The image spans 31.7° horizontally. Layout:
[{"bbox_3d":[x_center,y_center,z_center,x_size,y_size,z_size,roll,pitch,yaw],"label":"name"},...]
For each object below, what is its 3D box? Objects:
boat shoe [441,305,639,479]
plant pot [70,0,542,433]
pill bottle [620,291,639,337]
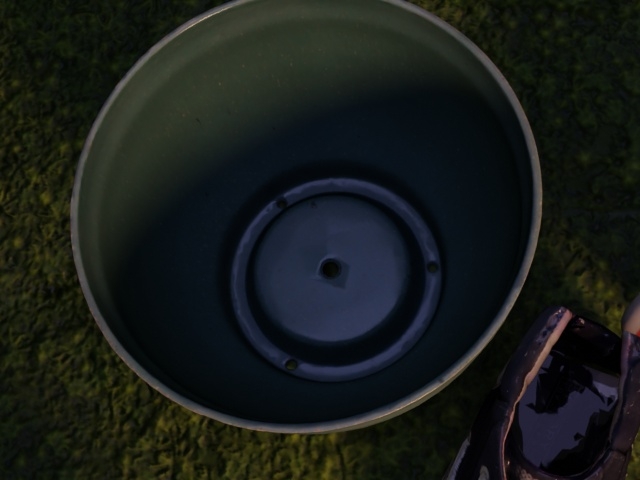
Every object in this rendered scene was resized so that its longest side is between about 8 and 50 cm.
[{"bbox_3d":[0.113,0.196,0.722,0.127,0.158,0.340,19,75,14],"label":"boat shoe"},{"bbox_3d":[0.000,0.000,0.783,0.293,0.196,0.293,-2,72,7],"label":"plant pot"},{"bbox_3d":[0.350,0.093,0.720,0.161,0.161,0.283,-44,72,-7],"label":"pill bottle"}]
